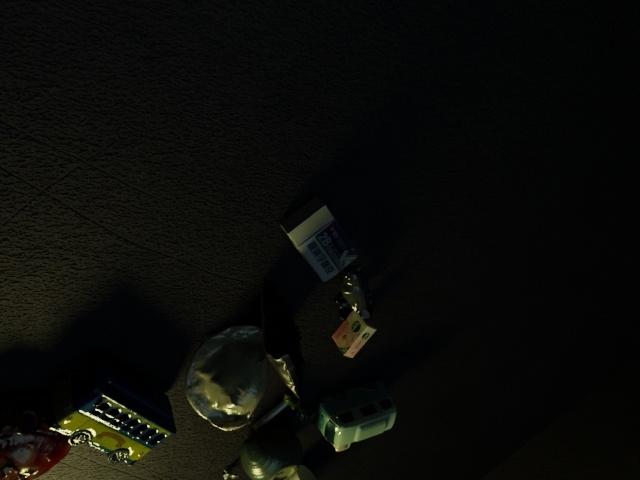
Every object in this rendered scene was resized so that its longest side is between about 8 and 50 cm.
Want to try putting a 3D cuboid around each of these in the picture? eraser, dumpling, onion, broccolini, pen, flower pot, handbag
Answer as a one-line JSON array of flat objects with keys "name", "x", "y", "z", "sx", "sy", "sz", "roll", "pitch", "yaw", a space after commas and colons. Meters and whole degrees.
[{"name": "eraser", "x": 0.000, "y": 0.000, "z": 1.244, "sx": 0.124, "sy": 0.068, "sz": 0.210, "roll": -36, "pitch": 132, "yaw": -2}, {"name": "dumpling", "x": -0.238, "y": 0.366, "z": 1.323, "sx": 0.163, "sy": 0.204, "sz": 0.293, "roll": 18, "pitch": 85, "yaw": -75}, {"name": "onion", "x": -0.706, "y": 0.495, "z": 1.113, "sx": 0.229, "sy": 0.164, "sz": 0.230, "roll": -4, "pitch": 135, "yaw": -4}, {"name": "broccolini", "x": -0.075, "y": 0.556, "z": 1.578, "sx": 0.216, "sy": 0.067, "sz": 0.058, "roll": 62, "pitch": 41, "yaw": -55}, {"name": "pen", "x": -0.141, "y": 0.556, "z": 1.589, "sx": 0.204, "sy": 0.025, "sz": 0.025, "roll": -40, "pitch": 133, "yaw": 0}, {"name": "flower pot", "x": -0.159, "y": 0.710, "z": 1.594, "sx": 0.189, "sy": 0.157, "sz": 0.243, "roll": -44, "pitch": 146, "yaw": 2}, {"name": "handbag", "x": -0.098, "y": 0.256, "z": 1.251, "sx": 0.088, "sy": 0.254, "sz": 0.211, "roll": -19, "pitch": 133, "yaw": 3}]

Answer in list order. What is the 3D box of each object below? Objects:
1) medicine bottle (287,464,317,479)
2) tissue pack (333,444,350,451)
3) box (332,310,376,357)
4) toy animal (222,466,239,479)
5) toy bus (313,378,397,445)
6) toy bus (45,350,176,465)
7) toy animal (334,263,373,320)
[{"name": "medicine bottle", "x": -0.145, "y": 0.993, "z": 1.800, "sx": 0.293, "sy": 0.170, "sz": 0.170, "roll": -42, "pitch": 133, "yaw": 4}, {"name": "tissue pack", "x": 0.070, "y": 0.719, "z": 1.780, "sx": 0.058, "sy": 0.094, "sz": 0.074, "roll": -1, "pitch": 124, "yaw": -30}, {"name": "box", "x": 0.103, "y": 0.287, "z": 1.495, "sx": 0.043, "sy": 0.089, "sz": 0.125, "roll": 28, "pitch": 104, "yaw": -40}, {"name": "toy animal", "x": -0.314, "y": 0.801, "z": 1.658, "sx": 0.084, "sy": 0.050, "sz": 0.028, "roll": -34, "pitch": 170, "yaw": 40}, {"name": "toy bus", "x": 0.124, "y": 0.610, "z": 1.686, "sx": 0.271, "sy": 0.165, "sz": 0.133, "roll": -8, "pitch": 126, "yaw": -25}, {"name": "toy bus", "x": -0.514, "y": 0.423, "z": 1.199, "sx": 0.175, "sy": 0.138, "sz": 0.288, "roll": -35, "pitch": 133, "yaw": -2}, {"name": "toy animal", "x": 0.096, "y": 0.153, "z": 1.347, "sx": 0.120, "sy": 0.117, "sz": 0.210, "roll": -24, "pitch": 150, "yaw": -6}]
